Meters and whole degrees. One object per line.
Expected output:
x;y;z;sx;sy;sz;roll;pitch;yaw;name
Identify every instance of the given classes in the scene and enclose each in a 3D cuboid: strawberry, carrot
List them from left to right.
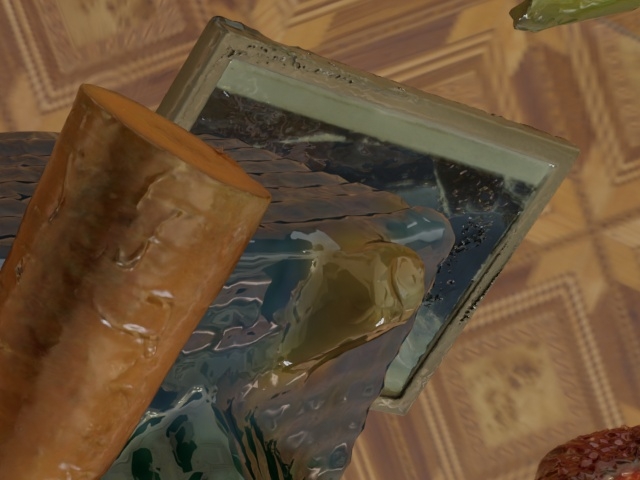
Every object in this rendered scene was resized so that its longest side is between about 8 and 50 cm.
-0.088;0.062;0.484;0.061;0.061;0.209;28;95;-8;carrot
0.224;0.188;1.242;0.175;0.107;0.236;-53;126;-11;strawberry

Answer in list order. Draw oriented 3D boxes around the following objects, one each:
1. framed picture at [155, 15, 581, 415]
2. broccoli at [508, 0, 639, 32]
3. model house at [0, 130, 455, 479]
0.000;0.000;1.162;0.335;0.022;0.247;15;116;-42;framed picture
0.258;-0.190;0.806;0.302;0.254;0.186;-23;57;30;broccoli
-0.122;0.141;0.706;0.343;0.335;0.382;-25;77;38;model house
